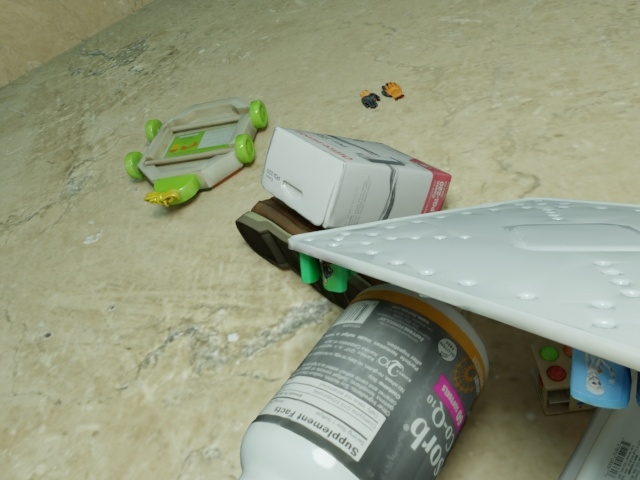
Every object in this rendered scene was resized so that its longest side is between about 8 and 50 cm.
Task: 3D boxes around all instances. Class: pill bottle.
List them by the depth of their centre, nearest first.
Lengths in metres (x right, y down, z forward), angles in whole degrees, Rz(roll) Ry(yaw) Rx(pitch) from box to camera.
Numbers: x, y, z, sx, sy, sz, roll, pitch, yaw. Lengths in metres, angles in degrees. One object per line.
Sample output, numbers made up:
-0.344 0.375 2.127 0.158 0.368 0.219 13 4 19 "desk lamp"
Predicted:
0.029 0.181 0.479 0.162 0.162 0.278 15 46 33 "pill bottle"

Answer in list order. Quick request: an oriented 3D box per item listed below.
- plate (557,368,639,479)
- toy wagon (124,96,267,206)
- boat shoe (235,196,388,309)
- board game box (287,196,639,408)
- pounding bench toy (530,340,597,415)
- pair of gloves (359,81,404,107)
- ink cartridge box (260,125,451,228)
0.289 0.193 0.358 0.277 0.045 0.278 -53 25 -14 "plate"
-0.256 -0.174 1.053 0.268 0.068 0.344 -6 45 17 "toy wagon"
0.000 0.000 0.737 0.104 0.110 0.307 -42 46 -20 "boat shoe"
0.228 0.018 0.469 0.390 0.050 0.390 -10 13 -29 "board game box"
0.247 0.125 0.542 0.052 0.065 0.083 -12 42 11 "pounding bench toy"
0.124 -0.298 1.071 0.083 0.010 0.074 -22 42 1 "pair of gloves"
0.050 -0.085 0.737 0.218 0.092 0.159 -3 27 -40 "ink cartridge box"
